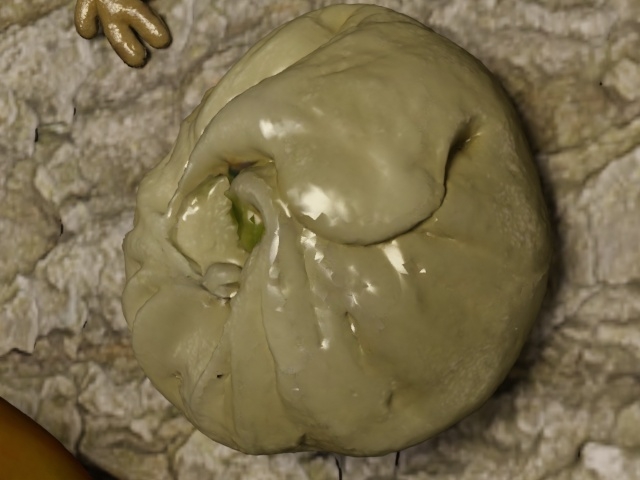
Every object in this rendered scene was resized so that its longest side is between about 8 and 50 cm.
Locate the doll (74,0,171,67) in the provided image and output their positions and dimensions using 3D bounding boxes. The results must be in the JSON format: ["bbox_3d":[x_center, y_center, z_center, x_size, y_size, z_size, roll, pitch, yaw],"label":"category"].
[{"bbox_3d":[-0.136,-0.155,1.192,0.061,0.051,0.093,-33,70,16],"label":"doll"}]

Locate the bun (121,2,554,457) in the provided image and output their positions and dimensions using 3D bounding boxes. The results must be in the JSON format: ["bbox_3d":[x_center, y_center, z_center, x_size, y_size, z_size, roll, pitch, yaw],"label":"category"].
[{"bbox_3d":[0.000,0.000,1.034,0.259,0.160,0.259,-4,82,27],"label":"bun"}]

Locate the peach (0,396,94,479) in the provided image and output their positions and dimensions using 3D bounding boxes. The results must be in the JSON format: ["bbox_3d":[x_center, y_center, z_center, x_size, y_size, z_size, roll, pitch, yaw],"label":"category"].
[{"bbox_3d":[-0.233,0.219,1.070,0.332,0.308,0.308,31,101,-2],"label":"peach"}]
